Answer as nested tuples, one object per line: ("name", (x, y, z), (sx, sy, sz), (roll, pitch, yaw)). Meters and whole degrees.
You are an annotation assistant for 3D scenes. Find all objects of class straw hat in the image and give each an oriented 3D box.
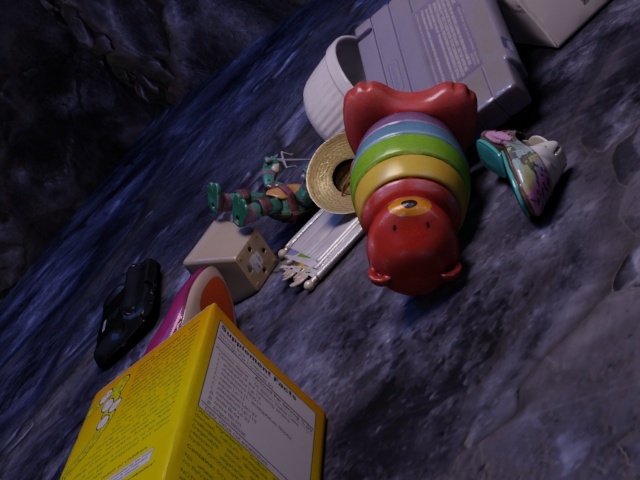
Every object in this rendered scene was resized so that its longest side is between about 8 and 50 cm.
("straw hat", (0.055, -0.093, 1.617), (0.144, 0.061, 0.144), (-8, 69, 23))

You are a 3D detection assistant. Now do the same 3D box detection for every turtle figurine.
("turtle figurine", (-0.062, -0.084, 1.759), (0.234, 0.118, 0.175), (-18, 11, -35))

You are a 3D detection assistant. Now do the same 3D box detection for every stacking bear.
("stacking bear", (0.111, -0.052, 1.296), (0.175, 0.164, 0.289), (1, 40, 3))

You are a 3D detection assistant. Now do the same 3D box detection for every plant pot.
("plant pot", (-0.136, 0.035, 1.721), (0.096, 0.109, 0.109), (-7, 38, 40))

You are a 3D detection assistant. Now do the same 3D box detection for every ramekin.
("ramekin", (0.068, -0.218, 1.696), (0.109, 0.207, 0.207), (-43, 15, 31))

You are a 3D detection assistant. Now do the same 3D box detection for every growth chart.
("growth chart", (0.000, 0.000, 1.629), (0.172, 0.021, 0.237), (-45, 18, -3))

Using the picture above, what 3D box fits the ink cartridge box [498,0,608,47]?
("ink cartridge box", (0.389, -0.430, 1.618), (0.273, 0.115, 0.198), (-43, 17, 0))

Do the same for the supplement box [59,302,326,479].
("supplement box", (-0.133, 0.261, 1.035), (0.195, 0.194, 0.356), (-37, 18, 19))

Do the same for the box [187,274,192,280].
("box", (-0.204, 0.062, 1.915), (0.094, 0.027, 0.137), (-34, 20, 29))

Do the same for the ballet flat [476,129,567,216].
("ballet flat", (0.245, -0.093, 1.250), (0.079, 0.077, 0.221), (-22, 20, 3))

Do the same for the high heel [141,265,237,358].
("high heel", (-0.238, 0.184, 1.528), (0.181, 0.127, 0.377), (-22, 28, 24))

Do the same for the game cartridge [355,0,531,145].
("game cartridge", (0.173, -0.261, 1.543), (0.230, 0.068, 0.355), (-32, 42, 23))

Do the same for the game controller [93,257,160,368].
("game controller", (-0.382, 0.140, 2.095), (0.166, 0.067, 0.319), (-55, 15, 11))

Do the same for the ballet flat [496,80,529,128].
("ballet flat", (0.257, -0.188, 1.484), (0.114, 0.041, 0.041), (-50, 19, -18))

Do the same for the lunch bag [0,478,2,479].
("lunch bag", (-0.600, 0.480, 1.710), (0.176, 0.090, 0.219), (-22, 27, 47))
